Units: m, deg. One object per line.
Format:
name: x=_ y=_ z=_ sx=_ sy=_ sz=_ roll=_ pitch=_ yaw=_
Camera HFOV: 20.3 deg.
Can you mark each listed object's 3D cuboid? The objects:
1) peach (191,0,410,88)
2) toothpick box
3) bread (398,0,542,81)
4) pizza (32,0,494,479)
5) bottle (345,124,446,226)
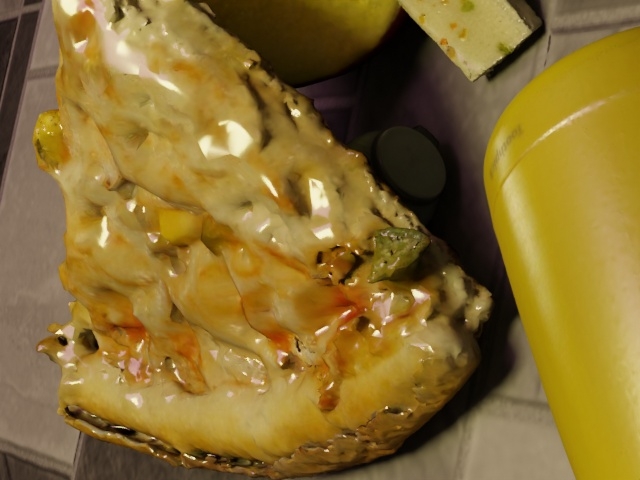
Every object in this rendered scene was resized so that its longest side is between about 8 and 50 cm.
peach: x=-0.068 y=-0.236 z=1.283 sx=0.245 sy=0.274 sz=0.249 roll=-162 pitch=80 yaw=-72
toothpick box: x=0.184 y=0.049 z=0.823 sx=0.175 sy=0.175 sz=0.271 roll=-46 pitch=43 yaw=42
bread: x=0.074 y=-0.176 z=1.166 sx=0.068 sy=0.154 sz=0.028 roll=-39 pitch=3 yaw=42
pizza: x=-0.055 y=0.030 z=1.204 sx=0.392 sy=0.080 sz=0.435 roll=27 pitch=135 yaw=31
bottle: x=0.000 y=0.000 z=1.274 sx=0.253 sy=0.079 sz=0.096 roll=-42 pitch=8 yaw=48
